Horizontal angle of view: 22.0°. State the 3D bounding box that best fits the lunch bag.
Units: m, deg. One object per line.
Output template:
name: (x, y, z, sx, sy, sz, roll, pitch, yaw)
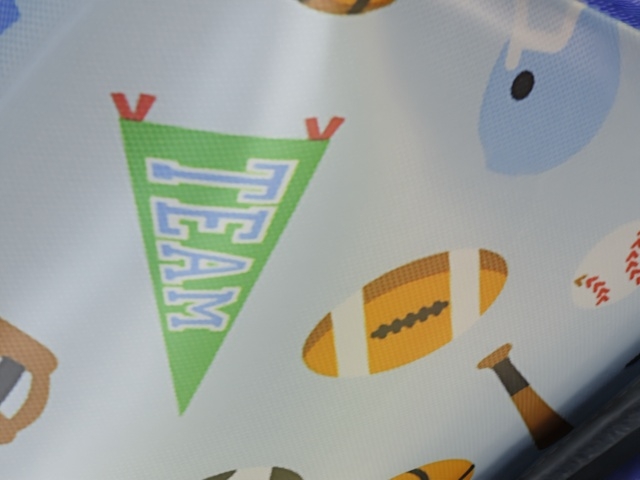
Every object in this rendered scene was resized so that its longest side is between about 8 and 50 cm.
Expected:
lunch bag: (0.000, 0.000, 0.521, 0.328, 0.385, 0.239, -44, 52, 24)
